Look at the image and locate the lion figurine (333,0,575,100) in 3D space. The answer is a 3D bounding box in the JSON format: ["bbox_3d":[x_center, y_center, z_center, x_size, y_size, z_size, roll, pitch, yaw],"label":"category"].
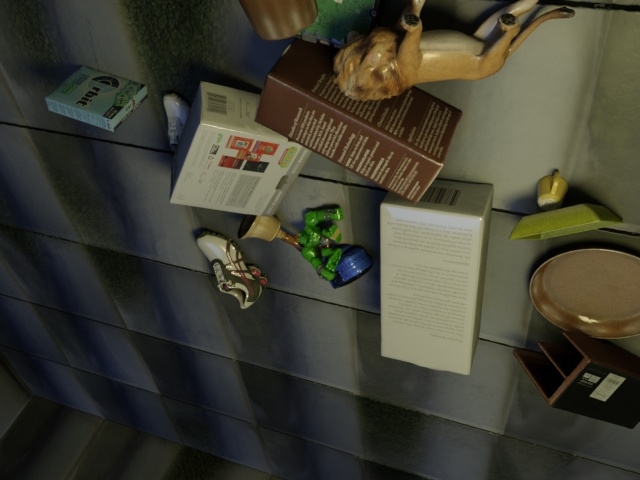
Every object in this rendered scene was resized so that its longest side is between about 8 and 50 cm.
[{"bbox_3d":[0.222,-0.339,1.133,0.392,0.142,0.240,2,155,-4],"label":"lion figurine"}]

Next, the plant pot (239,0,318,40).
[{"bbox_3d":[-0.085,-0.457,1.108,0.167,0.167,0.165,5,145,24],"label":"plant pot"}]

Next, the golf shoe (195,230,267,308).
[{"bbox_3d":[-0.279,0.085,1.913,0.273,0.120,0.105,44,139,-18],"label":"golf shoe"}]

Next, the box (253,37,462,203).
[{"bbox_3d":[0.078,-0.254,1.297,0.381,0.191,0.143,29,140,-2],"label":"box"}]

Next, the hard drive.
[{"bbox_3d":[0.014,-0.521,1.145,0.237,0.064,0.339,19,139,10],"label":"hard drive"}]

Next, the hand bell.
[{"bbox_3d":[-0.093,-0.010,1.745,0.242,0.126,0.126,27,142,-21],"label":"hand bell"}]

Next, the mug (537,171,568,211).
[{"bbox_3d":[0.485,-0.100,1.338,0.062,0.064,0.078,-11,127,37],"label":"mug"}]

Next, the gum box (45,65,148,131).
[{"bbox_3d":[-0.549,-0.353,1.559,0.184,0.157,0.041,20,139,9],"label":"gum box"}]

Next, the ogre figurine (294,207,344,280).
[{"bbox_3d":[0.000,0.000,1.672,0.118,0.097,0.197,22,135,37],"label":"ogre figurine"}]

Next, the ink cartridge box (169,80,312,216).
[{"bbox_3d":[-0.195,-0.203,1.516,0.272,0.130,0.309,9,146,-23],"label":"ink cartridge box"}]

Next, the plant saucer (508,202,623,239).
[{"bbox_3d":[0.517,-0.040,1.337,0.188,0.188,0.045,-14,81,38],"label":"plant saucer"}]

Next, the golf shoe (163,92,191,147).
[{"bbox_3d":[-0.353,-0.281,1.586,0.069,0.086,0.176,2,133,30],"label":"golf shoe"}]

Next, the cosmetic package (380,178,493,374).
[{"bbox_3d":[0.273,0.086,1.511,0.230,0.161,0.453,10,125,19],"label":"cosmetic package"}]

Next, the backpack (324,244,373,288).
[{"bbox_3d":[0.074,0.066,1.715,0.120,0.098,0.101,-30,95,47],"label":"backpack"}]

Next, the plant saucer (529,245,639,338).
[{"bbox_3d":[0.658,0.117,1.489,0.310,0.050,0.310,16,139,14],"label":"plant saucer"}]

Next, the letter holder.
[{"bbox_3d":[0.670,0.319,1.589,0.302,0.214,0.152,20,113,-25],"label":"letter holder"}]
